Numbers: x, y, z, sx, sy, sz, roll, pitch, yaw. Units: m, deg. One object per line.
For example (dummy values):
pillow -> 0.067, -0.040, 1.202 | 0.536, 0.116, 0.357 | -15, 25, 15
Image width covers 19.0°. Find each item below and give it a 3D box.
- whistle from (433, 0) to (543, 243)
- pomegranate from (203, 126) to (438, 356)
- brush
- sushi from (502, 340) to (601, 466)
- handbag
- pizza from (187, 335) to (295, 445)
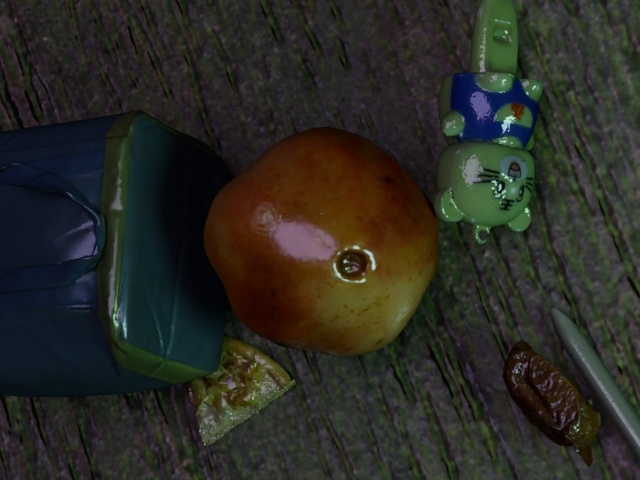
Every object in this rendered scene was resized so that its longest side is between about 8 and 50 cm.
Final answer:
whistle -> 0.154, -0.109, 1.727 | 0.085, 0.105, 0.227 | -3, 80, 57
pomegranate -> 0.003, 0.000, 1.716 | 0.209, 0.209, 0.209 | -4, 80, 23
brush -> 0.278, 0.181, 1.661 | 0.042, 0.039, 0.299 | -39, 68, 15
sushi -> 0.204, 0.143, 1.688 | 0.052, 0.055, 0.120 | -48, 59, 2
handbag -> -0.230, 0.016, 1.810 | 0.241, 0.222, 0.263 | -4, 80, 28
pizza -> -0.090, 0.149, 1.833 | 0.123, 0.026, 0.109 | 20, 93, 24
